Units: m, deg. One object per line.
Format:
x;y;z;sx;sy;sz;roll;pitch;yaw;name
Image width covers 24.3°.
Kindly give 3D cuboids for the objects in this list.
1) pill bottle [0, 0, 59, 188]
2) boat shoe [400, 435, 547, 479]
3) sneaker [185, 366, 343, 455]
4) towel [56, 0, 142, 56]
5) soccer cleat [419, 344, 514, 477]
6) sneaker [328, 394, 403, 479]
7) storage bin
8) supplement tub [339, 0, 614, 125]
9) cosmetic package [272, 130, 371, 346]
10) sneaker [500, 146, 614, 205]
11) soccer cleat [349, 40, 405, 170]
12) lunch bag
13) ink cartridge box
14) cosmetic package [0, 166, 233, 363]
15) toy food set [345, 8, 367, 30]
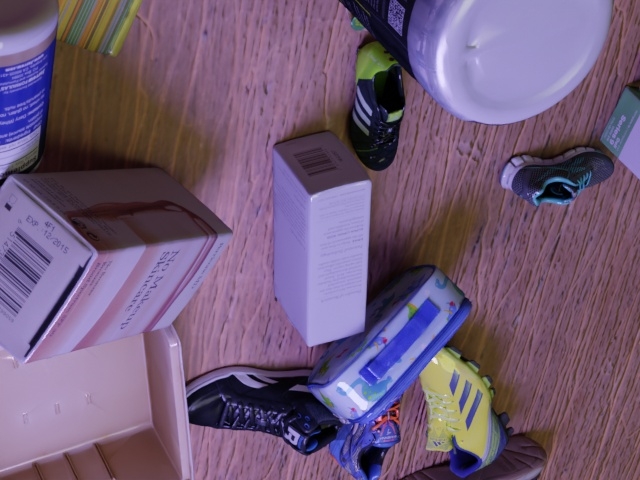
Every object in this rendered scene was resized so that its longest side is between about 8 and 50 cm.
-0.341;-0.136;1.441;0.153;0.153;0.264;-8;138;-25;pill bottle
0.212;0.384;2.209;0.285;0.103;0.092;-21;127;-23;boat shoe
-0.068;0.225;1.908;0.217;0.121;0.079;-4;124;-28;sneaker
-0.287;-0.261;1.484;0.237;0.021;0.102;14;112;-37;towel
0.185;0.238;2.079;0.121;0.093;0.289;-44;137;-11;soccer cleat
0.083;0.240;2.032;0.083;0.087;0.221;-3;125;-29;sneaker
-0.300;0.202;1.756;0.262;0.123;0.260;-16;130;-19;storage bin
0.123;-0.280;1.485;0.207;0.338;0.207;-17;132;-19;supplement tub
0.000;0.000;1.781;0.086;0.117;0.231;-15;131;-18;cosmetic package
0.320;-0.075;1.938;0.167;0.076;0.065;-11;129;-23;sneaker
0.071;-0.148;1.739;0.060;0.072;0.178;-18;131;-18;soccer cleat
0.085;0.132;1.865;0.090;0.176;0.219;44;77;-5;lunch bag
0.490;-0.103;1.921;0.154;0.212;0.093;4;121;-33;ink cartridge box
-0.235;0.019;1.554;0.153;0.129;0.296;-55;165;18;cosmetic package
0.067;-0.272;1.679;0.083;0.020;0.082;-8;127;-26;toy food set
